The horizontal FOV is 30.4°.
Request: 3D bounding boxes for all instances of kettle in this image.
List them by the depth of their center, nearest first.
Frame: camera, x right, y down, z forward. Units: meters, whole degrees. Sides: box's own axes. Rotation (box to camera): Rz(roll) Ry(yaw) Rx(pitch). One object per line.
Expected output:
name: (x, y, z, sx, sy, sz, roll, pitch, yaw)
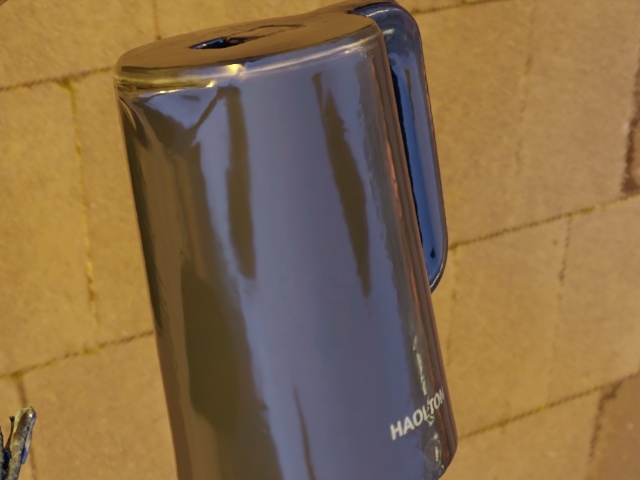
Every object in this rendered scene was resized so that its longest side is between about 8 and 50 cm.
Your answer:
kettle: (0.003, 0.004, 0.809, 0.262, 0.203, 0.308, -15, 109, -19)

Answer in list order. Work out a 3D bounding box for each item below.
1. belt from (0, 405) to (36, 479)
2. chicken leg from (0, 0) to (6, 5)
belt: (-0.244, 0.175, 0.683, 0.122, 0.218, 0.128, 19, 126, -16)
chicken leg: (-0.334, -0.226, 0.773, 0.429, 0.152, 0.201, -16, 90, -25)
